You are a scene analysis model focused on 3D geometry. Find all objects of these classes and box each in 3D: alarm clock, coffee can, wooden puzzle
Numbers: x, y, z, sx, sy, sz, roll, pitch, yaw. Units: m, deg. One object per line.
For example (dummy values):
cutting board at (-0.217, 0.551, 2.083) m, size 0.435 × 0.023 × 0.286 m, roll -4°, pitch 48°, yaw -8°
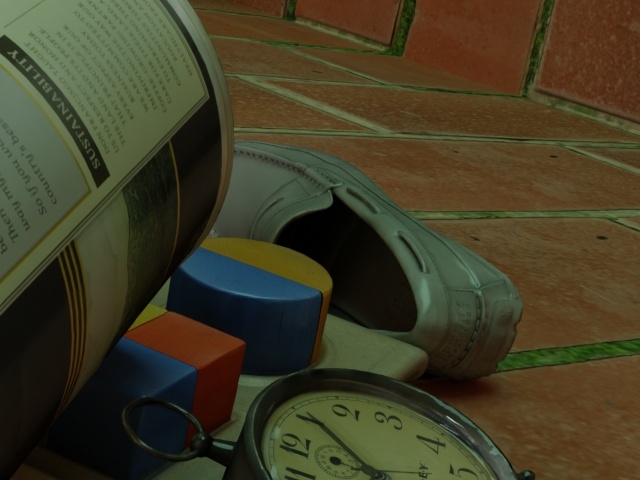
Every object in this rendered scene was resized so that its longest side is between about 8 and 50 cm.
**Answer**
alarm clock at (0.003, 0.110, 0.620) m, size 0.192 × 0.064 × 0.129 m, roll 23°, pitch 29°, yaw -5°
coffee can at (-0.171, 0.001, 0.525) m, size 0.201 × 0.201 × 0.275 m, roll 15°, pitch 31°, yaw 11°
wooden puzzle at (-0.138, 0.036, 0.783) m, size 0.322 × 0.080 × 0.348 m, roll 19°, pitch 17°, yaw 22°

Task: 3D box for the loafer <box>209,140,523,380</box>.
loafer at (0.000, 0.000, 1.000) m, size 0.111 × 0.112 × 0.319 m, roll 13°, pitch 10°, yaw -46°
